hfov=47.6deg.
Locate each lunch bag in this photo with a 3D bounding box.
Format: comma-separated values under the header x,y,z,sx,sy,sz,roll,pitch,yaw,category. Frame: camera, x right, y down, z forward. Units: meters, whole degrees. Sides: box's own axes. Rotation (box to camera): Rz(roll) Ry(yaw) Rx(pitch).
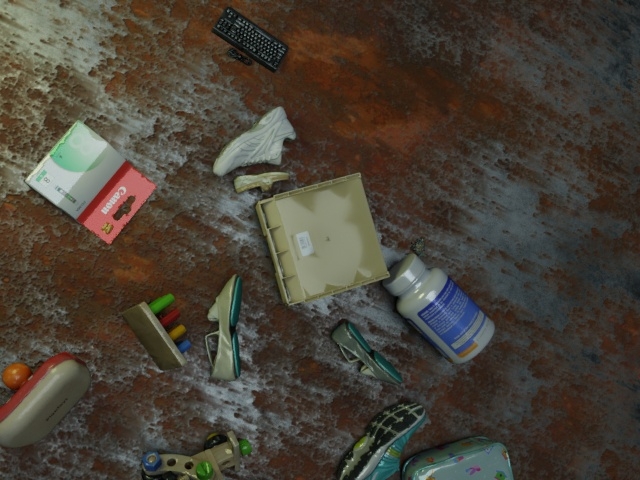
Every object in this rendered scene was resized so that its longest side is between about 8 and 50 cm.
x,y,z,sx,sy,sz,roll,pitch,yaw,category
0.340,0.623,1.794,0.279,0.108,0.223,-13,93,-16,lunch bag

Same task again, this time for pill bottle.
x,y,z,sx,sy,sz,roll,pitch,yaw,category
0.285,0.163,1.785,0.272,0.152,0.152,45,76,-9,pill bottle

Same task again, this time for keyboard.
x,y,z,sx,sy,sz,roll,pitch,yaw,category
-0.174,-0.477,1.759,0.180,0.023,0.108,32,79,-11,keyboard

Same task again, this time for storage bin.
x,y,z,sx,sy,sz,roll,pitch,yaw,category
0.000,0.000,1.728,0.261,0.123,0.262,-16,91,-16,storage bin

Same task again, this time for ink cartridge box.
x,y,z,sx,sy,sz,roll,pitch,yaw,category
-0.508,-0.128,1.623,0.225,0.056,0.181,38,77,-9,ink cartridge box

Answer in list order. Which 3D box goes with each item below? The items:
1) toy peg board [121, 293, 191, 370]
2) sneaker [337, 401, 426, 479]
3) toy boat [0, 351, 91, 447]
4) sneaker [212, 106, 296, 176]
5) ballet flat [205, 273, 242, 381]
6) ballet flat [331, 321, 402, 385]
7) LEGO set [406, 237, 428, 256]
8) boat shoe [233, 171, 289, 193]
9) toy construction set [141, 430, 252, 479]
x,y,z,sx,sy,sz,roll,pitch,yaw,category
-0.344,0.196,1.601,0.079,0.161,0.160,-37,97,-30,toy peg board
0.156,0.508,1.768,0.275,0.107,0.110,-46,119,-9,sneaker
-0.614,0.318,1.534,0.151,0.151,0.231,36,75,20,toy boat
-0.147,-0.212,1.717,0.232,0.090,0.115,-41,101,-14,sneaker
-0.225,0.201,1.675,0.086,0.086,0.248,2,87,-16,ballet flat
0.110,0.289,1.779,0.068,0.072,0.213,-41,98,13,ballet flat
0.243,0.026,1.852,0.083,0.023,0.054,-33,94,-3,LEGO set
-0.139,-0.138,1.736,0.136,0.050,0.045,-8,92,-7,boat shoe
-0.229,0.570,1.592,0.237,0.257,0.308,-21,113,-29,toy construction set
